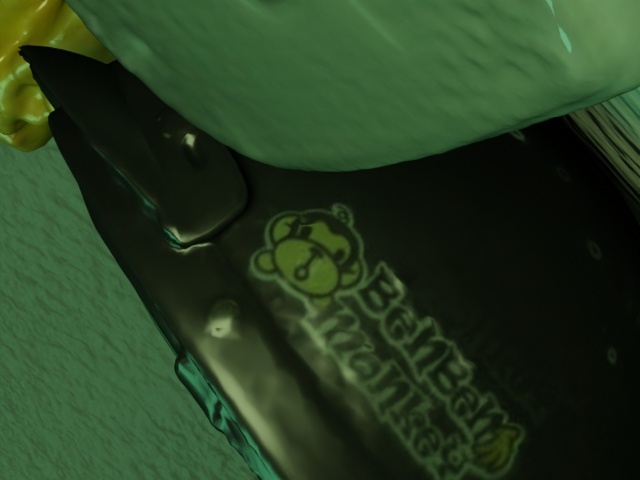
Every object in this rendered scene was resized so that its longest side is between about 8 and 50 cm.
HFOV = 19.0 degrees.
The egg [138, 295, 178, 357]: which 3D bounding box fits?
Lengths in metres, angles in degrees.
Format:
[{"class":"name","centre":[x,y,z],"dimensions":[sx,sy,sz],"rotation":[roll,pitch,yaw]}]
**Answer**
[{"class":"egg","centre":[0.000,0.000,0.868],"dimensions":[0.231,0.168,0.168],"rotation":[51,178,-13]}]

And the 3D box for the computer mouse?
[{"class":"computer mouse","centre":[0.001,-0.081,0.444],"dimensions":[0.128,0.079,0.231],"rotation":[43,164,-17]}]

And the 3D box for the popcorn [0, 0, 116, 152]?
[{"class":"popcorn","centre":[-0.099,-0.117,0.770],"dimensions":[0.152,0.167,0.148],"rotation":[25,-132,-32]}]

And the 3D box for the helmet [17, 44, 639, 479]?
[{"class":"helmet","centre":[0.028,0.016,0.668],"dimensions":[0.279,0.160,0.230],"rotation":[58,179,0]}]
